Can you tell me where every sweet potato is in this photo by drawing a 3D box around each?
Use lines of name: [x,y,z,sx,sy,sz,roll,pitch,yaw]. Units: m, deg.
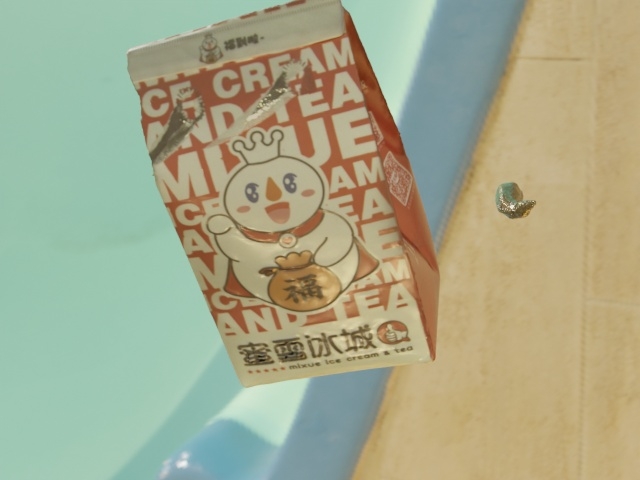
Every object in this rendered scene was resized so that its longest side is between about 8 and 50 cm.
sweet potato: [0.246,-0.051,1.669,0.038,0.153,0.041,40,98,-9]

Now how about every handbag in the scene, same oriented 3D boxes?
handbag: [-0.017,-0.046,0.960,0.171,0.151,0.298,-9,128,11]
